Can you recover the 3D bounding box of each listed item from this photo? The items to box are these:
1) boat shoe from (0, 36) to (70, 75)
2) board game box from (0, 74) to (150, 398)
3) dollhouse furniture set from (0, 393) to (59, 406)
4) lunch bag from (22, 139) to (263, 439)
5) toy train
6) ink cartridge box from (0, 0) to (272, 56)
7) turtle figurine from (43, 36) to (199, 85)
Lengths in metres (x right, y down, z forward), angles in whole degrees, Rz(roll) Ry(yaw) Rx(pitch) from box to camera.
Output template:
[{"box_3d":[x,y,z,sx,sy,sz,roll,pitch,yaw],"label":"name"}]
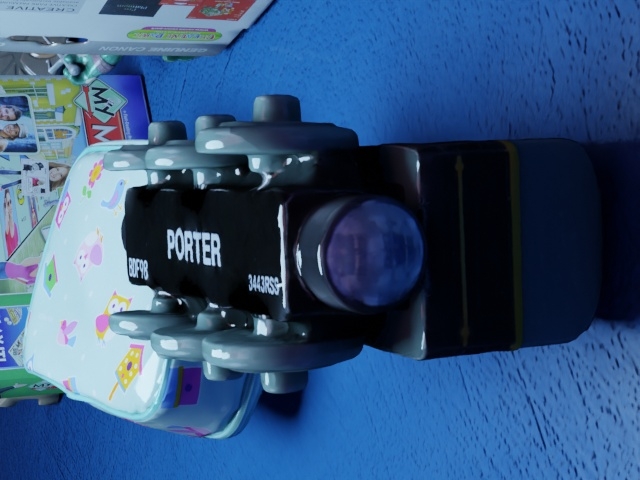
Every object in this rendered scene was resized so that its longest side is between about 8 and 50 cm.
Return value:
[{"box_3d":[-0.366,-0.170,1.622,0.130,0.132,0.355,118,160,-80],"label":"boat shoe"},{"box_3d":[-0.248,-0.012,1.268,0.046,0.213,0.317,121,140,-55],"label":"board game box"},{"box_3d":[-0.435,0.013,1.708,0.152,0.201,0.374,124,139,-53],"label":"dollhouse furniture set"},{"box_3d":[-0.124,0.026,1.070,0.279,0.108,0.224,9,82,56],"label":"lunch bag"},{"box_3d":[0.000,0.000,0.738,0.334,0.190,0.142,-178,86,-67],"label":"toy train"},{"box_3d":[-0.177,-0.238,0.975,0.272,0.309,0.130,146,119,-62],"label":"ink cartridge box"},{"box_3d":[-0.177,-0.230,1.219,0.234,0.118,0.175,18,124,49],"label":"turtle figurine"}]
